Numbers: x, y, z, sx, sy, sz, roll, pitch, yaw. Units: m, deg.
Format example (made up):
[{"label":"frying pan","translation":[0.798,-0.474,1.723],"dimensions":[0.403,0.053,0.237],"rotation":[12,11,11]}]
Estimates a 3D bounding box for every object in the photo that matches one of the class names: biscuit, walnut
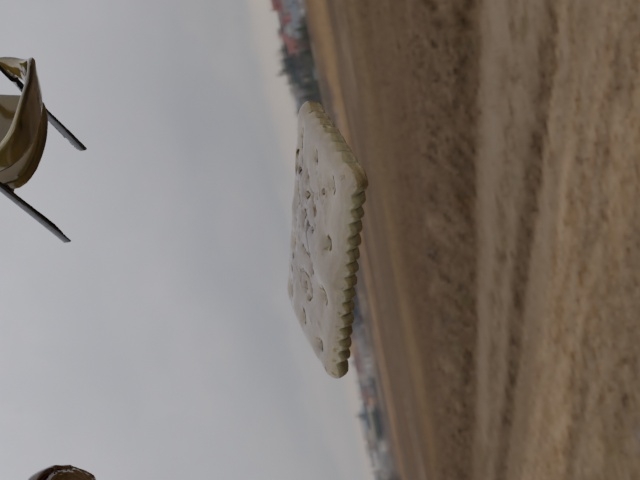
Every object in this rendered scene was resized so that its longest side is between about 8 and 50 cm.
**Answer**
[{"label":"biscuit","translation":[0.000,0.000,1.416],"dimensions":[0.217,0.044,0.325],"rotation":[-116,26,-52]},{"label":"walnut","translation":[-0.467,0.471,1.946],"dimensions":[0.245,0.137,0.137],"rotation":[68,-169,-73]}]

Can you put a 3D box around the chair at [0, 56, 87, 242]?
[{"label":"chair","translation":[-0.393,-0.120,1.333],"dimensions":[0.247,0.172,0.159],"rotation":[73,-162,-59]}]
